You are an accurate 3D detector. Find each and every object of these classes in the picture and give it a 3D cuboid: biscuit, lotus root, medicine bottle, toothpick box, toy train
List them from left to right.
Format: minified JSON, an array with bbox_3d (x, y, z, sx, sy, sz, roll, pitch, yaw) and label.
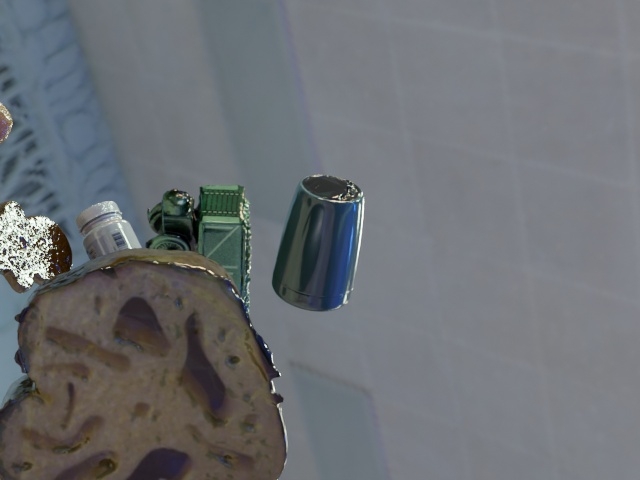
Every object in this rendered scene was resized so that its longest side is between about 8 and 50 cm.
[{"bbox_3d":[-0.554,0.015,2.734,0.039,0.236,0.179,-23,-111,32],"label":"biscuit"},{"bbox_3d":[-0.396,0.025,2.833,0.186,0.103,0.103,62,-30,15],"label":"medicine bottle"},{"bbox_3d":[-0.215,0.201,1.799,0.375,0.390,0.111,26,5,-1],"label":"lotus root"},{"bbox_3d":[-0.182,0.030,2.182,0.115,0.154,0.269,-102,-168,-51],"label":"toy train"},{"bbox_3d":[0.000,0.000,2.130,0.120,0.120,0.184,28,-59,32],"label":"toothpick box"}]

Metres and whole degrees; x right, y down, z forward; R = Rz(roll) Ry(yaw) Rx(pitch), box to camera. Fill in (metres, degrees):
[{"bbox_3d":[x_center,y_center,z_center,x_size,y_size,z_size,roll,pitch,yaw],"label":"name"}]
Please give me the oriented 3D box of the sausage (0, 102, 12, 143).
[{"bbox_3d":[-0.622,-0.145,2.477,0.098,0.238,0.098,42,-12,11],"label":"sausage"}]
